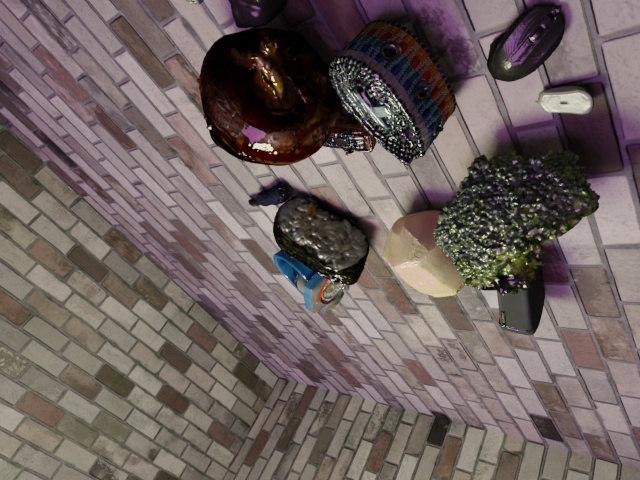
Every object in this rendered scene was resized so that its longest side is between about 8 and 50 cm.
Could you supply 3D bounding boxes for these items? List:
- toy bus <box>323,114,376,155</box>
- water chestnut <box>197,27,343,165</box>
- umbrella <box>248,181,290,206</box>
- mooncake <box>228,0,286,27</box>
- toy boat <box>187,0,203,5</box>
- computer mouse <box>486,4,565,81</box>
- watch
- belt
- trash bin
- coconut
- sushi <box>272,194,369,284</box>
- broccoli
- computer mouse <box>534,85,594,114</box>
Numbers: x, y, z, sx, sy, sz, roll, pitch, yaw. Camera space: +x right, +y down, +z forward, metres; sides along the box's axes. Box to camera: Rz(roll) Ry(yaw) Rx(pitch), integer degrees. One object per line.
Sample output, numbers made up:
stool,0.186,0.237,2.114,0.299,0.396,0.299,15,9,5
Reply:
toy bus,0.035,-0.285,1.272,0.235,0.096,0.073,15,147,24
water chestnut,-0.112,-0.339,1.092,0.335,0.335,0.347,31,155,0
umbrella,-0.183,-0.148,1.713,0.071,0.070,0.248,43,152,-20
mooncake,-0.163,-0.551,1.052,0.175,0.104,0.168,40,155,-9
toy boat,-0.397,-0.654,1.116,0.296,0.088,0.129,27,150,6
computer mouse,0.375,-0.356,0.901,0.099,0.057,0.172,35,147,-3
watch,-0.030,0.125,1.854,0.275,0.241,0.305,35,157,27
belt,0.169,-0.319,1.037,0.295,0.160,0.207,43,167,-18
trash bin,0.565,0.150,1.370,0.101,0.176,0.236,10,141,35
coconut,0.297,0.030,1.377,0.245,0.233,0.233,39,149,-16
sushi,0.000,0.000,1.629,0.350,0.210,0.170,30,155,13
broccoli,0.425,-0.043,1.116,0.277,0.338,0.317,47,-176,32
computer mouse,0.479,-0.278,0.953,0.110,0.032,0.055,15,147,44
